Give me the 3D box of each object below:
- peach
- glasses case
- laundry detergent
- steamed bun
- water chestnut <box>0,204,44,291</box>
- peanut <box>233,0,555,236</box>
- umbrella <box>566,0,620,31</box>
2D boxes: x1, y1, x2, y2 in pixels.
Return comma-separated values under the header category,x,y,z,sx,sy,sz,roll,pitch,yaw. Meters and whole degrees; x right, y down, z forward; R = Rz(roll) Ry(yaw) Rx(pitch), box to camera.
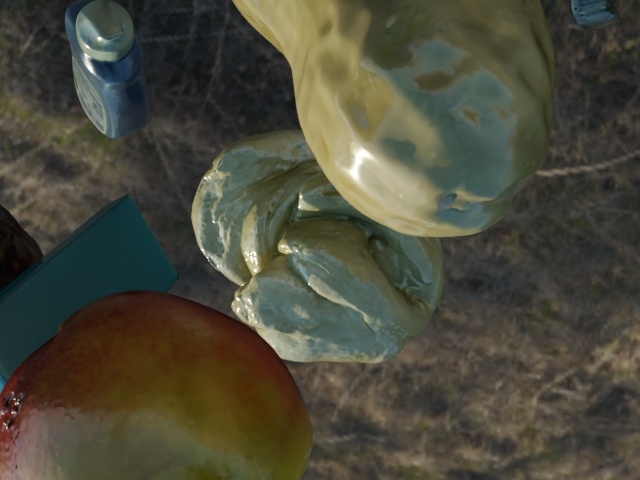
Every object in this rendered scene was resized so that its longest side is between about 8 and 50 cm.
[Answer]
category,x,y,z,sx,sy,sz,roll,pitch,yaw
peach,-0.123,0.151,0.805,0.231,0.231,0.231,11,143,9
glasses case,-0.257,0.069,1.123,0.070,0.301,0.117,-22,105,28
laundry detergent,-0.278,-0.240,1.464,0.094,0.143,0.290,-22,172,-14
steamed bun,0.006,0.001,1.608,0.325,0.372,0.230,-22,165,-16
water chestnut,-0.460,0.017,1.270,0.300,0.300,0.300,11,143,9
peanut,0.024,-0.124,0.542,0.130,0.290,0.130,-20,147,-13
umbrella,0.343,-0.197,0.756,0.349,0.094,0.143,-11,149,20
